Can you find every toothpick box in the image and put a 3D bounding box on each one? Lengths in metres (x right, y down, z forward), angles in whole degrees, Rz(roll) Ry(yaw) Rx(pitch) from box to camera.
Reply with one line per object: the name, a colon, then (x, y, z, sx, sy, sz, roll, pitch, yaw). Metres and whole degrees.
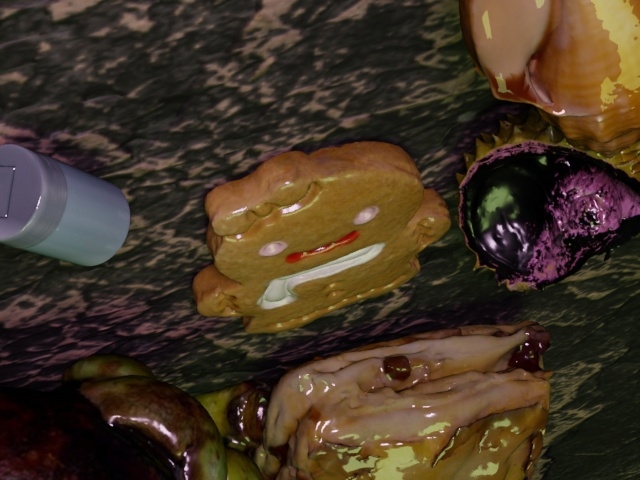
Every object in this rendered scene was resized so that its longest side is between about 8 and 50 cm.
toothpick box: (-0.145, -0.017, 0.838, 0.052, 0.052, 0.083, -29, 158, 18)

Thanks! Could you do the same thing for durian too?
durian: (0.165, -0.053, 1.016, 0.186, 0.119, 0.108, -30, -163, 51)

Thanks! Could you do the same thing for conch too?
conch: (0.118, -0.140, 0.767, 0.109, 0.093, 0.330, -8, 141, 15)

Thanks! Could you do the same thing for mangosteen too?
mangosteen: (-0.186, 0.218, 1.061, 0.311, 0.311, 0.311, -18, 158, -8)

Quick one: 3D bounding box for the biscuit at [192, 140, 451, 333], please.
biscuit: (0.001, 0.002, 1.041, 0.184, 0.035, 0.249, -19, 158, -5)

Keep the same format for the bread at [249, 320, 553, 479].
bread: (0.064, 0.203, 1.388, 0.277, 0.167, 0.324, -10, 157, -25)
